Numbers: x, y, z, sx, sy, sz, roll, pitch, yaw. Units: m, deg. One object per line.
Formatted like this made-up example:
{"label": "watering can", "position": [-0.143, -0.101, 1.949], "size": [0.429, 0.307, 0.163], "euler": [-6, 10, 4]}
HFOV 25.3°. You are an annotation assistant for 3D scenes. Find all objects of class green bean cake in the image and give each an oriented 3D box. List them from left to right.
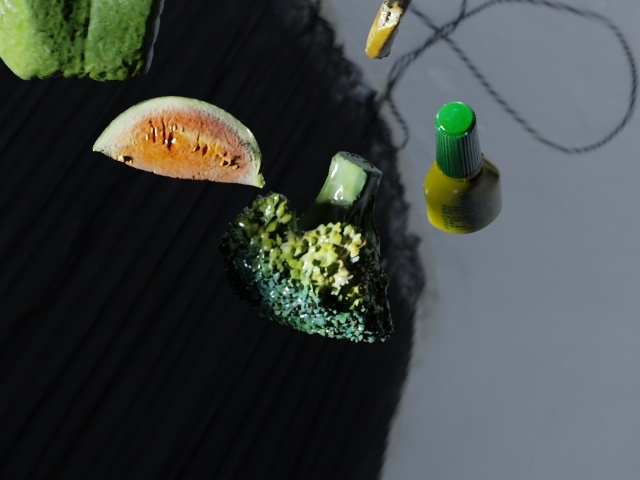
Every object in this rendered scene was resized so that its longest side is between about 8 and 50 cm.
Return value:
{"label": "green bean cake", "position": [-0.309, -0.326, 1.818], "size": [0.222, 0.125, 0.248], "euler": [2, 120, -21]}

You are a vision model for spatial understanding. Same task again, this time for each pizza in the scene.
{"label": "pizza", "position": [0.100, -0.308, 1.815], "size": [0.036, 0.176, 0.184], "euler": [24, 167, -2]}

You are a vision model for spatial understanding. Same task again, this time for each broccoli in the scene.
{"label": "broccoli", "position": [0.000, 0.000, 1.451], "size": [0.220, 0.194, 0.194], "euler": [19, 160, -40]}

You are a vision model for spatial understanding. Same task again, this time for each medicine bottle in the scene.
{"label": "medicine bottle", "position": [0.166, -0.082, 1.681], "size": [0.095, 0.064, 0.260], "euler": [-9, 156, 4]}

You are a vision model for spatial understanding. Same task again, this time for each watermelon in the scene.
{"label": "watermelon", "position": [-0.191, -0.138, 2.005], "size": [0.245, 0.119, 0.063], "euler": [13, 147, -12]}
